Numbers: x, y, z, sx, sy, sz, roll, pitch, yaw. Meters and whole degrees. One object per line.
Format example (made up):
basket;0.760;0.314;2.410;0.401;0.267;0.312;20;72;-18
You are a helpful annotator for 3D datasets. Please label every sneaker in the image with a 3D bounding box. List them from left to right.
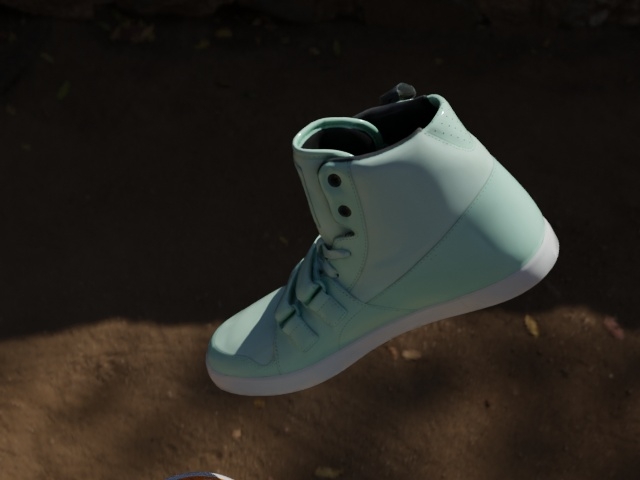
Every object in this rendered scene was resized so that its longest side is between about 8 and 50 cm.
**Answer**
sneaker;0.000;0.000;0.571;0.256;0.151;0.094;-27;29;24

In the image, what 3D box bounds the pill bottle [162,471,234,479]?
pill bottle;-0.072;0.259;0.609;0.121;0.121;0.221;-12;16;-14
